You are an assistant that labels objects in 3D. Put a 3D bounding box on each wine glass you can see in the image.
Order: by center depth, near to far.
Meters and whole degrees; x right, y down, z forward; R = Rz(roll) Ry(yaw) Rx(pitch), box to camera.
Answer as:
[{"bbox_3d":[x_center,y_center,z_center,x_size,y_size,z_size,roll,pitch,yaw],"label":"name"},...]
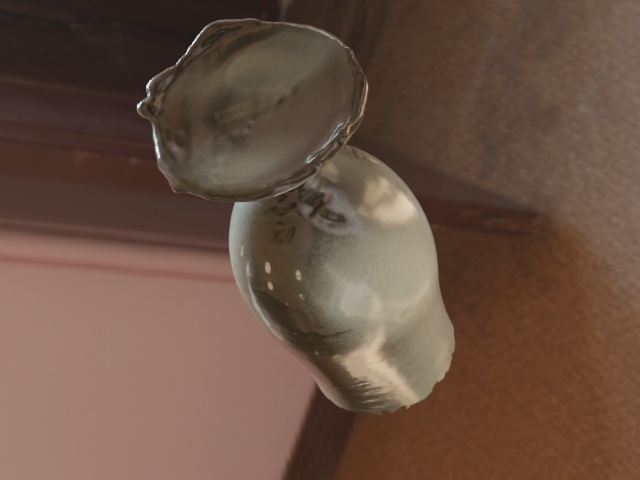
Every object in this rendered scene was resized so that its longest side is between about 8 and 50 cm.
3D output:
[{"bbox_3d":[0.000,0.000,0.693,0.103,0.222,0.103,-10,54,13],"label":"wine glass"}]
